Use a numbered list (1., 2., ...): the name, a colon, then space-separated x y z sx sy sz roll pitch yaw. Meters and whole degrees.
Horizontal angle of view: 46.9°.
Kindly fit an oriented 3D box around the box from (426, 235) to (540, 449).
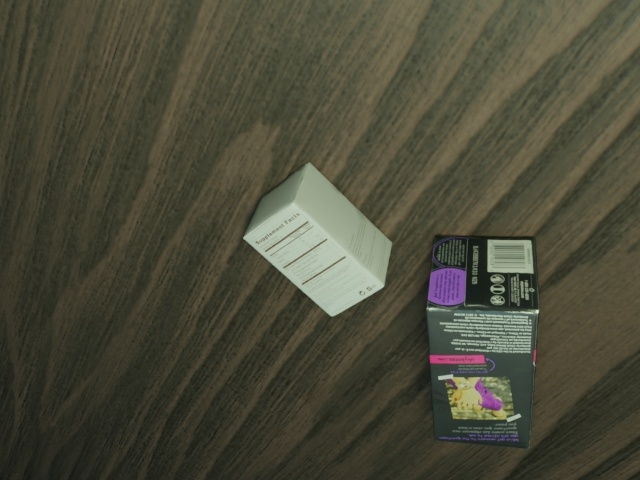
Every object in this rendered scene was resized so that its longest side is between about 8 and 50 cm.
1. box: 0.232 0.145 1.053 0.143 0.165 0.270 2 128 13

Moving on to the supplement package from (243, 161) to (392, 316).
1. supplement package: 0.000 0.000 1.038 0.105 0.105 0.179 -34 113 33
